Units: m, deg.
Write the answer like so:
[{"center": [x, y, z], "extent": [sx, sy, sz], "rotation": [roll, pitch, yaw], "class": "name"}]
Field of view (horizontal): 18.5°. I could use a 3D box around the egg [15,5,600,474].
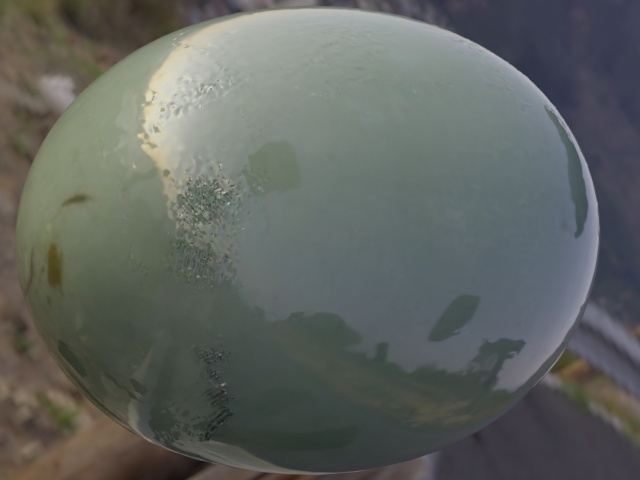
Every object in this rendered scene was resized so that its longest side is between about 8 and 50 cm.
[{"center": [0.000, 0.000, 0.852], "extent": [0.283, 0.203, 0.203], "rotation": [-4, 58, -43], "class": "egg"}]
